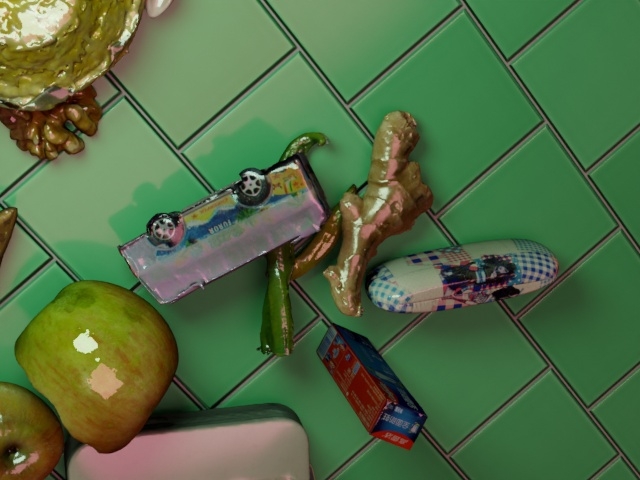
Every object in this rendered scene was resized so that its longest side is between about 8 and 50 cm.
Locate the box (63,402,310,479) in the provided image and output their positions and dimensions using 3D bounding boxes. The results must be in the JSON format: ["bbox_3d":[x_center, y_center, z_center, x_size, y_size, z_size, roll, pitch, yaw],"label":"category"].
[{"bbox_3d":[-0.211,0.476,1.971,0.395,0.111,0.397,-4,104,-13],"label":"box"}]

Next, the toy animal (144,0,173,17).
[{"bbox_3d":[-0.213,-0.430,1.721,0.124,0.124,0.212,34,102,-22],"label":"toy animal"}]

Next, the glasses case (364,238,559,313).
[{"bbox_3d":[0.234,0.057,1.988,0.327,0.125,0.076,-9,118,-13],"label":"glasses case"}]

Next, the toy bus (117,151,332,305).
[{"bbox_3d":[-0.143,-0.017,1.830,0.317,0.112,0.138,-28,90,9],"label":"toy bus"}]

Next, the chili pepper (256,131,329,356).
[{"bbox_3d":[-0.054,0.004,1.893,0.076,0.085,0.359,7,92,-30],"label":"chili pepper"}]

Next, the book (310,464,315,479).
[{"bbox_3d":[-0.166,0.554,2.079,0.379,0.031,0.264,-16,110,-10],"label":"book"}]

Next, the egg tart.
[{"bbox_3d":[-0.402,-0.346,1.646,0.341,0.132,0.341,0,93,-8],"label":"egg tart"}]

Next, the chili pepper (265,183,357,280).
[{"bbox_3d":[0.001,0.001,1.949,0.208,0.049,0.043,-45,135,-1],"label":"chili pepper"}]

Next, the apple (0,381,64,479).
[{"bbox_3d":[-0.493,0.301,1.846,0.182,0.155,0.183,-7,104,-28],"label":"apple"}]

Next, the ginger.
[{"bbox_3d":[0.094,-0.040,1.928,0.148,0.081,0.334,32,83,-36],"label":"ginger"}]

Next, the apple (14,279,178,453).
[{"bbox_3d":[-0.344,0.184,1.804,0.226,0.246,0.246,40,93,-15],"label":"apple"}]

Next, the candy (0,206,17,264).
[{"bbox_3d":[-0.591,-0.017,1.748,0.271,0.101,0.143,15,94,-13],"label":"candy"}]

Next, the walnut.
[{"bbox_3d":[-0.404,-0.193,1.761,0.170,0.069,0.143,41,91,-25],"label":"walnut"}]

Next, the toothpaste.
[{"bbox_3d":[0.075,0.223,1.888,0.076,0.320,0.066,25,100,-20],"label":"toothpaste"}]
